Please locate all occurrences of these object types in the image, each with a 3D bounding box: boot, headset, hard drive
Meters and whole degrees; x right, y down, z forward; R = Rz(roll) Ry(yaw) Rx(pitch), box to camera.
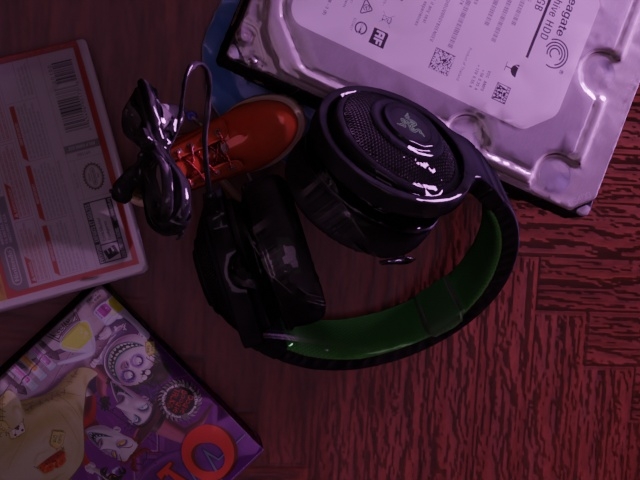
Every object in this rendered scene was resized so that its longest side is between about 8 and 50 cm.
[{"bbox_3d":[-0.087,-0.069,1.052,0.158,0.084,0.059,-22,100,20],"label":"boot"},{"bbox_3d":[0.000,0.000,0.987,0.243,0.185,0.394,-37,134,20],"label":"headset"},{"bbox_3d":[0.112,-0.188,1.084,0.339,0.064,0.237,24,85,-14],"label":"hard drive"}]

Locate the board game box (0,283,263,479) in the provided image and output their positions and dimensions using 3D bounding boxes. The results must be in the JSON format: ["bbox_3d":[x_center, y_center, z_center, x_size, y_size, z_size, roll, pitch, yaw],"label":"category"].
[{"bbox_3d":[-0.244,0.223,1.115,0.347,0.056,0.208,-44,105,-1],"label":"board game box"}]

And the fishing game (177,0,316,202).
[{"bbox_3d":[-0.008,-0.150,1.106,0.264,0.041,0.189,-42,99,-1],"label":"fishing game"}]

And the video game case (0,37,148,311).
[{"bbox_3d":[-0.304,-0.035,1.055,0.285,0.025,0.204,-15,87,-10],"label":"video game case"}]
